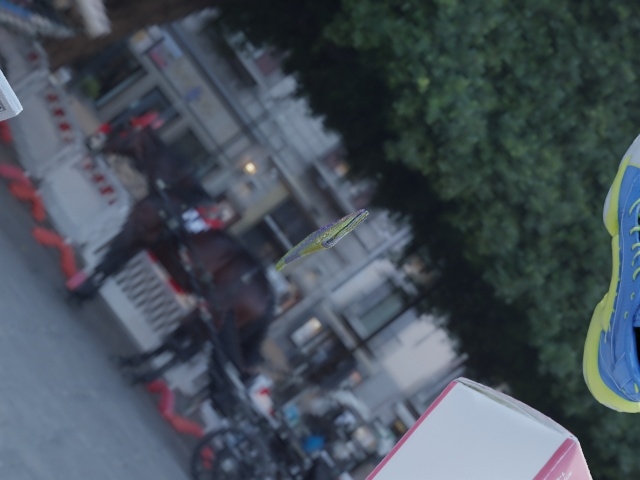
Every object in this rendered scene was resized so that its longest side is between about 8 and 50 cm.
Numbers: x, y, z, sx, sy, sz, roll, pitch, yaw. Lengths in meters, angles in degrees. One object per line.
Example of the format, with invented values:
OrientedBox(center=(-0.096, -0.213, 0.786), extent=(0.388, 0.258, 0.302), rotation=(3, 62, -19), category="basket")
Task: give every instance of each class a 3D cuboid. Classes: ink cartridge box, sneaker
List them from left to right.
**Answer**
OrientedBox(center=(0.114, 0.271, 0.991), extent=(0.117, 0.207, 0.283), rotation=(23, -29, 42), category="ink cartridge box")
OrientedBox(center=(0.274, 0.022, 1.081), extent=(0.091, 0.240, 0.126), rotation=(9, 0, -5), category="sneaker")

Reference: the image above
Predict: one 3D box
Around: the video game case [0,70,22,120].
OrientedBox(center=(-0.284, -0.117, 1.010), extent=(0.087, 0.122, 0.011), rotation=(62, 36, -22), category="video game case")

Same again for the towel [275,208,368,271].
OrientedBox(center=(0.000, 0.000, 1.169), extent=(0.009, 0.060, 0.083), rotation=(55, -37, -7), category="towel")
